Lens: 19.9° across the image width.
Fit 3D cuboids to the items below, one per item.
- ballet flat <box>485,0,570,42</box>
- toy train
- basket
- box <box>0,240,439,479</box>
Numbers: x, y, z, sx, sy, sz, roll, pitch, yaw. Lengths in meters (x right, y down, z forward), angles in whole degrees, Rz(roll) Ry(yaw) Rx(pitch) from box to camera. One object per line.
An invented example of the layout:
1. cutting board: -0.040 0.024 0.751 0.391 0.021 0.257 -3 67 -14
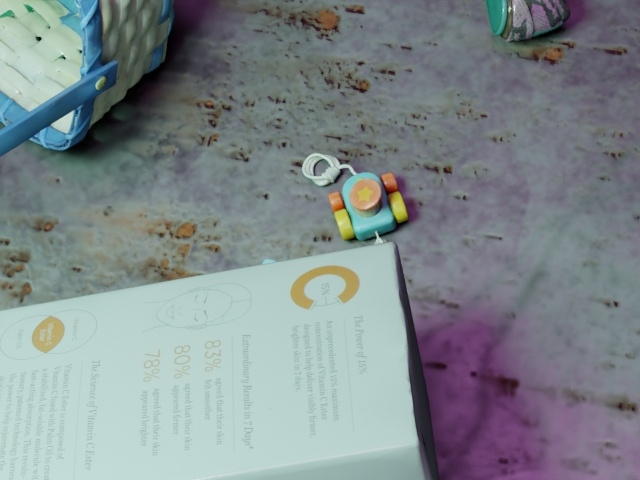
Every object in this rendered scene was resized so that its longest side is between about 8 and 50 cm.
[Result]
1. ballet flat: 0.160 -0.270 1.558 0.079 0.077 0.221 -9 67 -16
2. toy train: 0.000 0.000 1.462 0.125 0.046 0.166 18 69 16
3. basket: -0.270 -0.179 1.488 0.255 0.201 0.289 39 45 24
4. box: -0.093 0.155 1.298 0.345 0.168 0.215 -10 38 5
